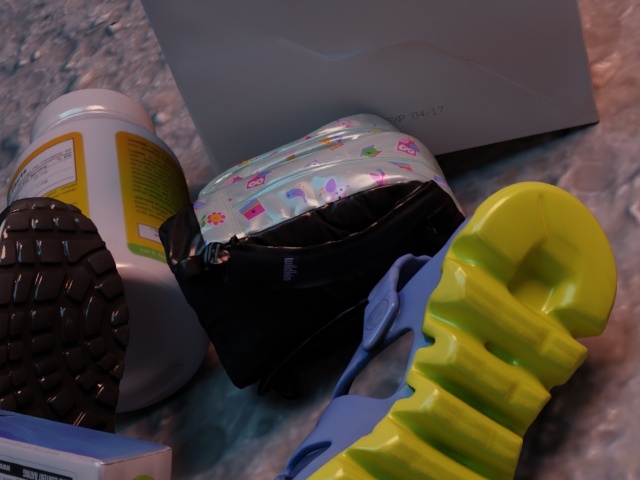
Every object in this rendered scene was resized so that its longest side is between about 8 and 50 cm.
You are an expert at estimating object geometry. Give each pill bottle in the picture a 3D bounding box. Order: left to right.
[{"bbox_3d":[-0.160,-0.004,1.063,0.136,0.136,0.245,-30,38,12],"label":"pill bottle"}]

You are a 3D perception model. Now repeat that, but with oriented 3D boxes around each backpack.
[{"bbox_3d":[0.000,0.000,0.923,0.182,0.152,0.115,-26,47,-1],"label":"backpack"}]

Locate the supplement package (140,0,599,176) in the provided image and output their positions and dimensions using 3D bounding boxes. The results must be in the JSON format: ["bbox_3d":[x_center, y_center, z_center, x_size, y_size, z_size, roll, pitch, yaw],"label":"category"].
[{"bbox_3d":[0.032,-0.170,0.962,0.262,0.204,0.145,-12,44,9],"label":"supplement package"}]

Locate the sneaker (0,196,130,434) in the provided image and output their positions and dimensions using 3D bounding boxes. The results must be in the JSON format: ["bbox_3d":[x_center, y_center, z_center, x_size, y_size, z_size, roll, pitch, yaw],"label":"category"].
[{"bbox_3d":[-0.193,0.116,0.903,0.124,0.107,0.283,-6,87,42],"label":"sneaker"}]

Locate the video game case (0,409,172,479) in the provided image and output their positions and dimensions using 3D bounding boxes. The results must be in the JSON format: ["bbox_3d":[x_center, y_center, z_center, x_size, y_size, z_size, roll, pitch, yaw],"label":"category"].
[{"bbox_3d":[-0.205,0.217,0.812,0.270,0.061,0.244,6,94,35],"label":"video game case"}]

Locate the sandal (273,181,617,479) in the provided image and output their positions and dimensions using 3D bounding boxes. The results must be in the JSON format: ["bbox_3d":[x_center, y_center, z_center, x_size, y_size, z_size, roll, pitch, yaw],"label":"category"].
[{"bbox_3d":[0.045,0.115,0.806,0.317,0.126,0.138,-55,17,-17],"label":"sandal"}]
